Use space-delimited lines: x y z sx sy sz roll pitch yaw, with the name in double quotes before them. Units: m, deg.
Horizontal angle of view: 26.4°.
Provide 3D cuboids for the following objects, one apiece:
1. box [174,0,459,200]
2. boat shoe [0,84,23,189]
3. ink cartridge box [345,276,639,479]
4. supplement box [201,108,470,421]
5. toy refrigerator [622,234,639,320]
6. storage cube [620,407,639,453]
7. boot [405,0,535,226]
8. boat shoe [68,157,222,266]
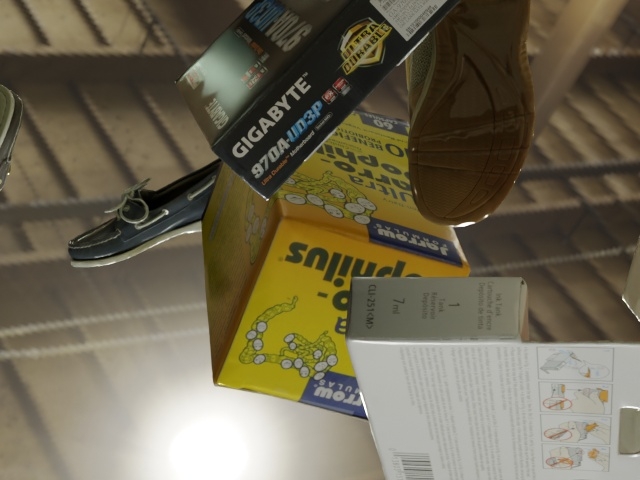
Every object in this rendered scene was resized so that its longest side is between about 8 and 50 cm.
"box" -0.009 -0.129 0.891 0.051 0.175 0.220 43 -175 -20
"boat shoe" -0.406 -0.083 1.601 0.081 0.227 0.069 43 -161 28
"ink cartridge box" 0.156 0.121 1.053 0.239 0.275 0.060 -1 -124 10
"supplement box" 0.000 0.000 1.422 0.194 0.195 0.356 15 -155 -15
"toy refrigerator" 0.527 -0.008 1.951 0.102 0.269 0.094 2 -152 -15
"storage cube" 0.449 0.241 1.694 0.193 0.215 0.184 -24 -150 -34
"boot" 0.103 -0.164 1.087 0.095 0.262 0.203 -5 -149 -4
"boat shoe" -0.219 -0.037 1.777 0.095 0.255 0.079 -86 -25 -62
